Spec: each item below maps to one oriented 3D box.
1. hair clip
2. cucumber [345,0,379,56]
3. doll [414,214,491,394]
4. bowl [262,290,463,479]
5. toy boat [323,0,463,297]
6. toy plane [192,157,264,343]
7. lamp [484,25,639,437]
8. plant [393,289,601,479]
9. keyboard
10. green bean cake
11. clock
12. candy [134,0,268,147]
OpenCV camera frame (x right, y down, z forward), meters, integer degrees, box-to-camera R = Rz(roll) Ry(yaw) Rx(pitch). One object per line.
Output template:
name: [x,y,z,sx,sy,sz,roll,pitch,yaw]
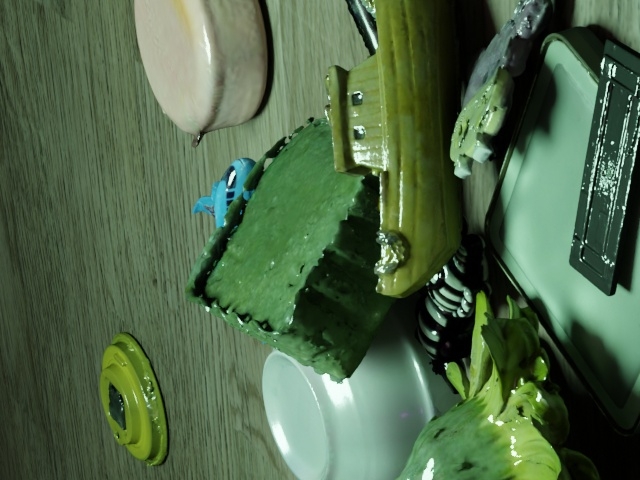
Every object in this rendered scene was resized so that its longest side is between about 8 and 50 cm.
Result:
hair clip: [0.151,-0.124,1.449,0.187,0.056,0.146,99,-173,-71]
cucumber: [0.061,-0.237,1.609,0.074,0.074,0.241,-35,73,64]
doll: [0.132,0.060,1.619,0.091,0.067,0.219,53,153,33]
bowl: [0.033,0.179,1.816,0.287,0.143,0.287,40,138,50]
toy boat: [0.066,-0.107,1.525,0.089,0.121,0.321,12,-103,-73]
toy plane: [-0.089,-0.001,2.016,0.254,0.105,0.271,54,147,36]
lamp: [0.241,-0.006,1.384,0.266,0.047,0.269,57,150,33]
plant: [0.159,0.224,1.452,0.261,0.297,0.306,40,160,7]
keyboard: [0.233,-0.057,1.306,0.061,0.013,0.204,44,137,50]
green bean cake: [0.000,0.000,1.690,0.255,0.132,0.241,-61,27,-9]
clock: [-0.323,0.271,2.724,0.237,0.057,0.237,40,137,51]
candy: [-0.150,-0.248,2.018,0.255,0.094,0.255,42,140,50]
